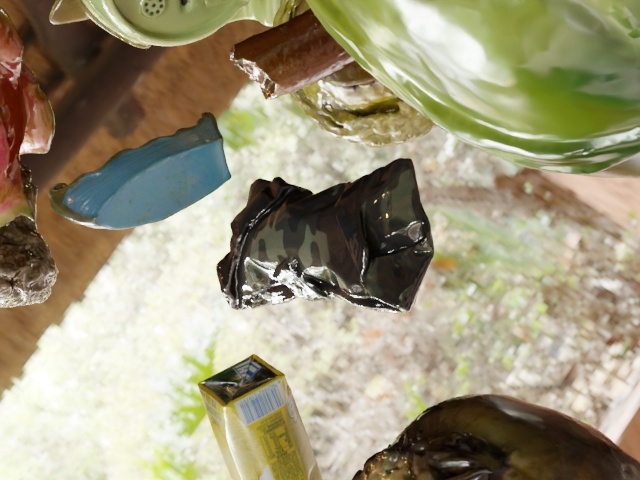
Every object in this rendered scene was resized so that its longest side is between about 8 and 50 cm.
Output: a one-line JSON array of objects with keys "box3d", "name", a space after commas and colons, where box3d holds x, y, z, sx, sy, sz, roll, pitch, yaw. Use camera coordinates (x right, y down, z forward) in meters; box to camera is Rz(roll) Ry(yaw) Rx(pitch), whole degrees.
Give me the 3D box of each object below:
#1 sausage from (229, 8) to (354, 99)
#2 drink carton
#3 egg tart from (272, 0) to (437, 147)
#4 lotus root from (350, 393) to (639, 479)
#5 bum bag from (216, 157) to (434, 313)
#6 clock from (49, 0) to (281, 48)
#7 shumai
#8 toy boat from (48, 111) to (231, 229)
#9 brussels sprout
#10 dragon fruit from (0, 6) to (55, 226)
[{"box3d": [0.035, -0.249, 1.300, 0.302, 0.103, 0.076, -36, -42, -21], "name": "sausage"}, {"box3d": [-0.040, 0.206, 1.050, 0.074, 0.084, 0.200, -28, -65, -22], "name": "drink carton"}, {"box3d": [0.061, -0.259, 1.481, 0.294, 0.294, 0.123, -58, -19, 9], "name": "egg tart"}, {"box3d": [0.135, 0.176, 0.692, 0.314, 0.169, 0.141, 28, -85, -39], "name": "lotus root"}, {"box3d": [0.000, 0.000, 1.189, 0.340, 0.095, 0.144, -4, 77, 56], "name": "bum bag"}, {"box3d": [-0.193, -0.384, 1.541, 0.348, 0.117, 0.286, -22, -46, -23], "name": "clock"}, {"box3d": [-0.378, -0.015, 1.293, 0.166, 0.205, 0.176, 11, -103, -55], "name": "shumai"}, {"box3d": [-0.180, -0.065, 1.191, 0.185, 0.077, 0.075, -29, -47, -17], "name": "toy boat"}, {"box3d": [0.141, -0.209, 0.663, 0.342, 0.361, 0.425, -15, -7, 2], "name": "brussels sprout"}, {"box3d": [-0.308, -0.102, 0.842, 0.224, 0.227, 0.224, -24, -39, -21], "name": "dragon fruit"}]
